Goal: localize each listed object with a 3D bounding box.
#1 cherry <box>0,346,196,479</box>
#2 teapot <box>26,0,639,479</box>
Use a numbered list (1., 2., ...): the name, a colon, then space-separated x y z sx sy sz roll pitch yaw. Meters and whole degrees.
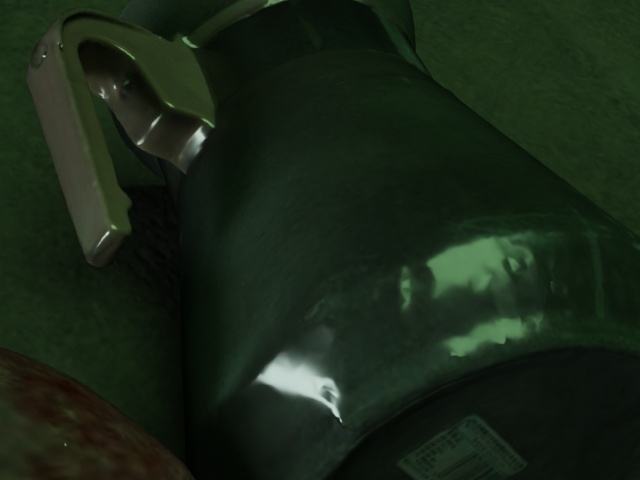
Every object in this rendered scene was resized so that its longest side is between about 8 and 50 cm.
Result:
1. cherry: -0.167 0.130 0.609 0.249 0.175 0.192 -12 60 -20
2. teapot: 0.000 0.000 0.771 0.300 0.253 0.344 17 32 -38
